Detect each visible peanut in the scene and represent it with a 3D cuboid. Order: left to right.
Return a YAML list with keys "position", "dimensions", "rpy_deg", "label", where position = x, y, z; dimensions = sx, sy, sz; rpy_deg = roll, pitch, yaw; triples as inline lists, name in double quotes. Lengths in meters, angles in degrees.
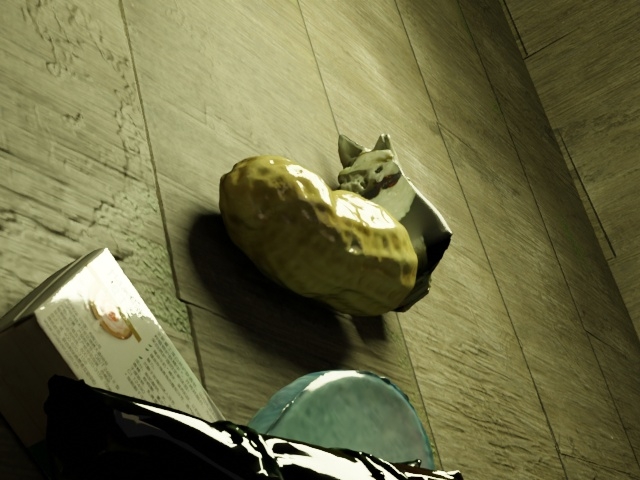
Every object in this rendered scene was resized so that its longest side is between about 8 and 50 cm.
- position: [0.000, 0.000, 1.309]
  dimensions: [0.305, 0.147, 0.147]
  rpy_deg: [23, 44, -50]
  label: "peanut"

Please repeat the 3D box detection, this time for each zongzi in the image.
- position: [-0.029, 0.299, 0.741]
  dimensions: [0.383, 0.319, 0.362]
  rpy_deg: [18, 76, -34]
  label: "zongzi"

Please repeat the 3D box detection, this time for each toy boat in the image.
- position: [-0.010, 0.251, 1.056]
  dimensions: [0.215, 0.123, 0.330]
  rpy_deg: [48, 36, -11]
  label: "toy boat"

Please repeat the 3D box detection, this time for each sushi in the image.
- position: [0.084, -0.026, 1.556]
  dimensions: [0.109, 0.134, 0.273]
  rpy_deg: [58, 4, -47]
  label: "sushi"

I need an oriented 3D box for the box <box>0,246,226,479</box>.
- position: [-0.161, 0.121, 0.879]
  dimensions: [0.199, 0.081, 0.135]
  rpy_deg: [60, 22, -11]
  label: "box"
